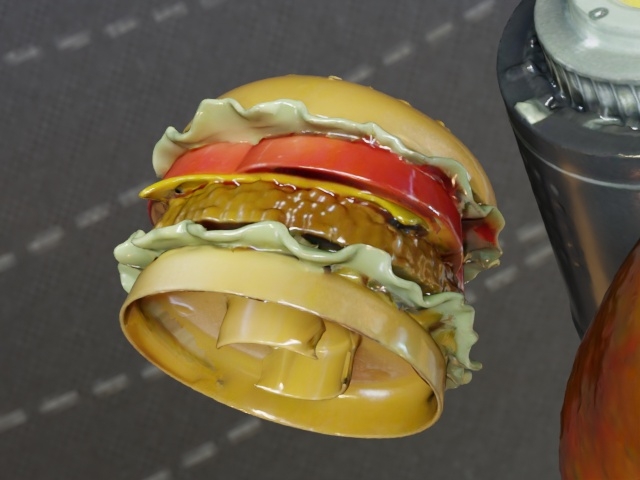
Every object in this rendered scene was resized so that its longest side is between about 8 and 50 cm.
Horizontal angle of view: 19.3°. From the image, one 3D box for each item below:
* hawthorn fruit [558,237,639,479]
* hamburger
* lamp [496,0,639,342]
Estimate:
[{"bbox_3d":[0.244,0.056,0.790,0.277,0.277,0.298,-46,-169,46],"label":"hawthorn fruit"},{"bbox_3d":[0.000,0.000,1.350,0.274,0.212,0.274,14,156,7],"label":"hamburger"},{"bbox_3d":[0.216,-0.056,1.048,0.205,0.272,0.374,-19,-159,4],"label":"lamp"}]
